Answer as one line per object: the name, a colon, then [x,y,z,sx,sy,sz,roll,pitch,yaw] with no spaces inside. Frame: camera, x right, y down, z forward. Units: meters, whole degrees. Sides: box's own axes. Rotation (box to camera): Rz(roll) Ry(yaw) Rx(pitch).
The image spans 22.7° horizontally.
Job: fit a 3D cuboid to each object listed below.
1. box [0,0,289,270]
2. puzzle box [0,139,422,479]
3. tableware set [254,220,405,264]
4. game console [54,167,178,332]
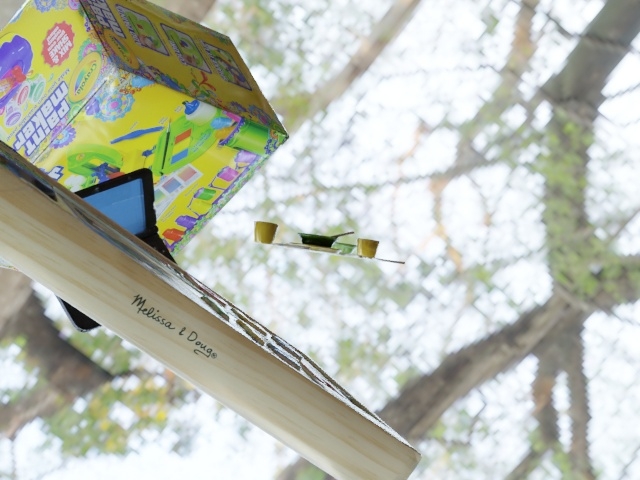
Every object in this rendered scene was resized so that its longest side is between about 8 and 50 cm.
box: [-0.248,-0.111,1.780,0.279,0.290,0.177,18,-146,-50]
puzzle box: [-0.131,0.038,1.192,0.409,0.052,0.272,37,178,-24]
tableware set: [0.000,0.000,1.473,0.104,0.024,0.154,7,179,42]
game console: [-0.188,0.009,1.458,0.122,0.071,0.107,-22,-111,-31]
